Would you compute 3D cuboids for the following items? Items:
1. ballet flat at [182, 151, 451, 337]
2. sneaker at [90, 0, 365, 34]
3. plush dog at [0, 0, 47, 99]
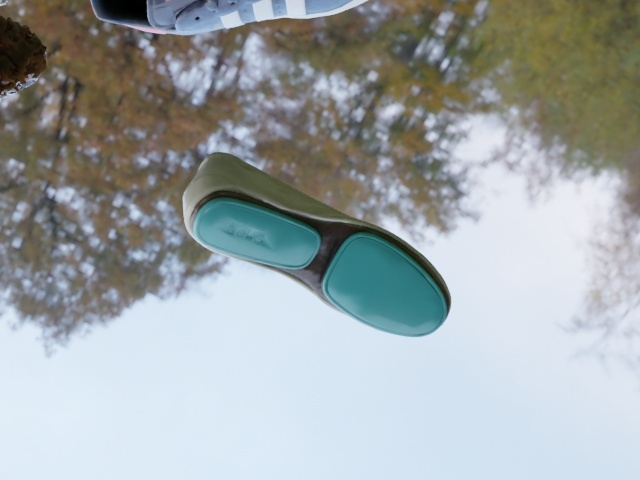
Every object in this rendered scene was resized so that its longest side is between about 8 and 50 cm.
[{"bbox_3d":[0.000,0.000,1.009,0.248,0.086,0.086,28,-156,-24],"label":"ballet flat"},{"bbox_3d":[-0.076,-0.246,1.100,0.148,0.350,0.131,-21,-81,-43],"label":"sneaker"},{"bbox_3d":[-0.322,-0.144,0.837,0.225,0.262,0.210,58,174,22],"label":"plush dog"}]
